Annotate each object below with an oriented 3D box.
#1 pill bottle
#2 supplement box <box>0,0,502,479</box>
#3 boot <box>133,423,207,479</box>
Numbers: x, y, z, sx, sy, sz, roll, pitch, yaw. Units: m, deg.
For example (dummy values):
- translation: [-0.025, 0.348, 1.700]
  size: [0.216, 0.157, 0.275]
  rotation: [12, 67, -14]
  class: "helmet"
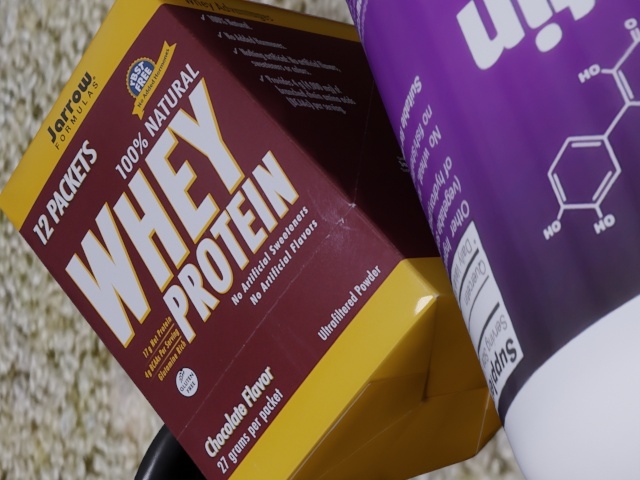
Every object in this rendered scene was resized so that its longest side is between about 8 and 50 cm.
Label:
- translation: [0.123, -0.030, 0.420]
  size: [0.181, 0.181, 0.323]
  rotation: [-36, 57, 29]
  class: "pill bottle"
- translation: [0.000, 0.000, 0.579]
  size: [0.194, 0.191, 0.129]
  rotation: [48, 116, 25]
  class: "supplement box"
- translation: [-0.048, 0.185, 0.623]
  size: [0.088, 0.176, 0.244]
  rotation: [19, 102, 31]
  class: "boot"
